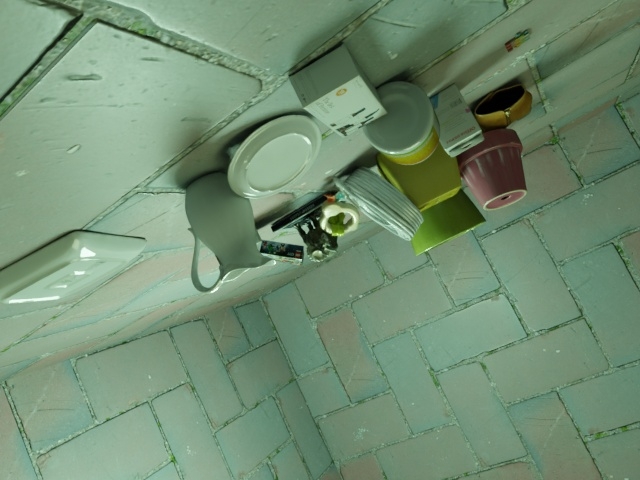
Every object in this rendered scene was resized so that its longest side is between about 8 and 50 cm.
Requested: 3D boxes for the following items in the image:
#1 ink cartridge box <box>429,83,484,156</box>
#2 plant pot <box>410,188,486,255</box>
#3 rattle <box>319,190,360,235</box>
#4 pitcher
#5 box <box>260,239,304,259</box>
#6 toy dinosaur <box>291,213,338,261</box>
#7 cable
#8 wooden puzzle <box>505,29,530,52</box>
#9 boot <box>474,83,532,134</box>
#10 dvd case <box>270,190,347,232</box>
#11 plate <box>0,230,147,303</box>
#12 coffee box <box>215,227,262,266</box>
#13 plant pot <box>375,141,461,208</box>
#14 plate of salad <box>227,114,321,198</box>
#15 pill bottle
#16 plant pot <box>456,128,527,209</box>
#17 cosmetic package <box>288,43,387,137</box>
[{"bbox_3d":[0.311,-0.272,1.223,0.092,0.143,0.090,-28,172,18],"label":"ink cartridge box"},{"bbox_3d":[0.400,-0.135,1.882,0.274,0.293,0.275,-26,173,-3],"label":"plant pot"},{"bbox_3d":[0.046,-0.118,1.592,0.130,0.143,0.200,-7,140,21],"label":"rattle"},{"bbox_3d":[-0.206,-0.013,1.036,0.177,0.207,0.125,-27,172,12],"label":"pitcher"},{"bbox_3d":[-0.167,0.032,1.628,0.233,0.044,0.159,9,170,0],"label":"box"},{"bbox_3d":[0.000,0.000,1.758,0.121,0.160,0.313,-27,171,11],"label":"toy dinosaur"},{"bbox_3d":[0.179,-0.105,1.512,0.089,0.257,0.257,-52,143,-1],"label":"cable"},{"bbox_3d":[0.412,-0.416,1.095,0.049,0.006,0.083,-29,172,25],"label":"wooden puzzle"},{"bbox_3d":[0.463,-0.340,1.506,0.295,0.104,0.211,-32,164,26],"label":"boot"},{"bbox_3d":[-0.029,-0.094,1.748,0.238,0.029,0.179,-28,173,22],"label":"dvd case"},{"bbox_3d":[-0.539,0.068,1.110,0.278,0.045,0.277,-27,172,7],"label":"plate"},{"bbox_3d":[-0.216,-0.016,1.248,0.098,0.141,0.246,-24,173,-13],"label":"coffee box"},{"bbox_3d":[0.301,-0.196,1.544,0.212,0.187,0.212,-26,173,5],"label":"plant pot"},{"bbox_3d":[-0.087,-0.158,0.978,0.200,0.048,0.200,-28,153,-16],"label":"plate of salad"},{"bbox_3d":[0.176,-0.230,1.086,0.136,0.136,0.245,-28,172,16],"label":"pill bottle"},{"bbox_3d":[0.503,-0.195,1.523,0.201,0.180,0.201,-14,162,-5],"label":"plant pot"},{"bbox_3d":[0.039,-0.238,0.873,0.099,0.060,0.239,-29,172,16],"label":"cosmetic package"}]
